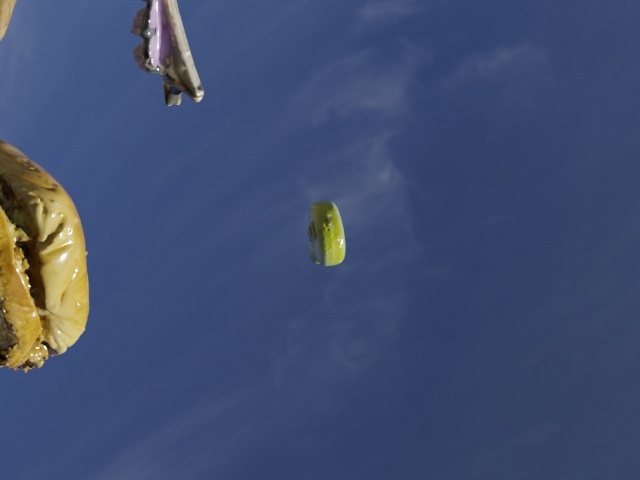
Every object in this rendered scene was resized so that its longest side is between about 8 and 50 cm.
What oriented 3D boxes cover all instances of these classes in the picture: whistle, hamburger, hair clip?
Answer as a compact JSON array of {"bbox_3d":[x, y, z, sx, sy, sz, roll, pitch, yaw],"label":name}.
[{"bbox_3d":[0.000,0.000,1.611,0.057,0.198,0.104,-10,-102,-10],"label":"whistle"},{"bbox_3d":[-0.433,0.015,1.344,0.158,0.318,0.319,-20,-146,-35],"label":"hamburger"},{"bbox_3d":[-0.220,-0.327,1.392,0.085,0.292,0.106,6,-157,26],"label":"hair clip"}]

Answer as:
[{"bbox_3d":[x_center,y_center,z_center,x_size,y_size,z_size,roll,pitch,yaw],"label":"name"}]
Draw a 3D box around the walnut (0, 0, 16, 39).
[{"bbox_3d":[-0.250,-0.174,0.681,0.082,0.079,0.096,9,-89,65],"label":"walnut"}]
